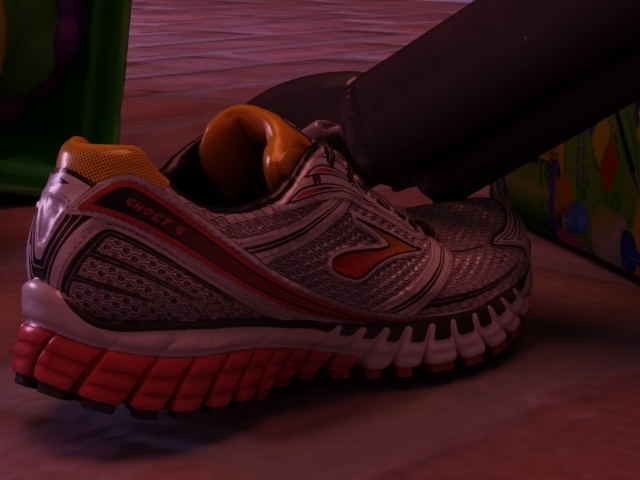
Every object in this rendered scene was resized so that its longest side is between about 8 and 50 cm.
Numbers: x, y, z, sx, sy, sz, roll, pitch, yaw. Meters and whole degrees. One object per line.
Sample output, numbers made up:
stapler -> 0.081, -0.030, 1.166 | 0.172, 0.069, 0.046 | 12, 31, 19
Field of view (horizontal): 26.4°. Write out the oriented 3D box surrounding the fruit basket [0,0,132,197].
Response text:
fruit basket -> -0.266, -0.143, 0.712 | 0.392, 0.282, 0.392 | 4, -7, 0

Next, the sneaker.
sneaker -> 0.000, 0.000, 0.479 | 0.088, 0.092, 0.225 | 12, 12, 42

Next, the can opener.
can opener -> 0.042, -0.068, 0.566 | 0.283, 0.095, 0.076 | -30, -33, 35

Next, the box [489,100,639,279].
box -> 0.215, -0.131, 0.622 | 0.177, 0.289, 0.279 | -3, 14, -16
